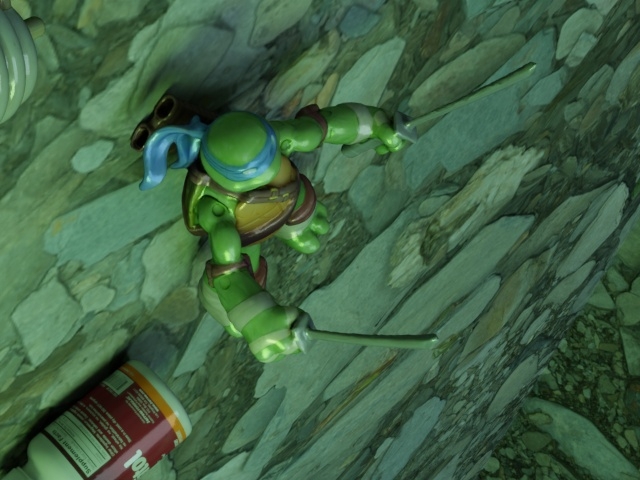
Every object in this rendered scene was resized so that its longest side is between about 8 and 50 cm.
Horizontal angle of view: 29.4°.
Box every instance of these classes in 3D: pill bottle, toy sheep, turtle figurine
[{"bbox_3d":[-0.191,0.179,1.037,0.152,0.086,0.086,-40,157,-20],"label":"pill bottle"},{"bbox_3d":[-0.184,-0.092,0.605,0.132,0.091,0.091,-34,154,-45],"label":"toy sheep"},{"bbox_3d":[0.000,0.000,0.903,0.275,0.197,0.266,0,166,-7],"label":"turtle figurine"}]
